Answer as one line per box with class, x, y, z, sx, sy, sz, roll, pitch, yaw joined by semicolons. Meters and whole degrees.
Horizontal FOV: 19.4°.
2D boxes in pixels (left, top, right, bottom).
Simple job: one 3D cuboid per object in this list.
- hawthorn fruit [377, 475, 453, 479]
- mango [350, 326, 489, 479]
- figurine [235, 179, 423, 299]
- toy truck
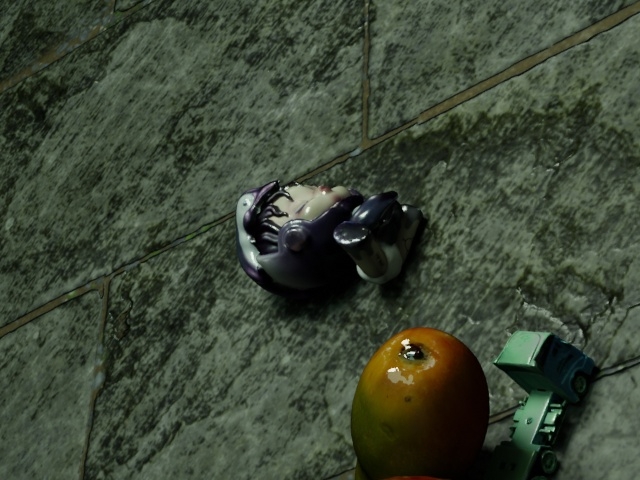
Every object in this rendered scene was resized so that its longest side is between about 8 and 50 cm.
hawthorn fruit;0.129;0.334;1.616;0.300;0.254;0.254;7;60;18
mango;0.091;0.176;1.780;0.289;0.129;0.146;99;-175;-70
figurine;0.000;0.000;2.128;0.222;0.145;0.145;5;62;37
toy truck;0.192;0.171;1.792;0.067;0.081;0.175;1;60;50
